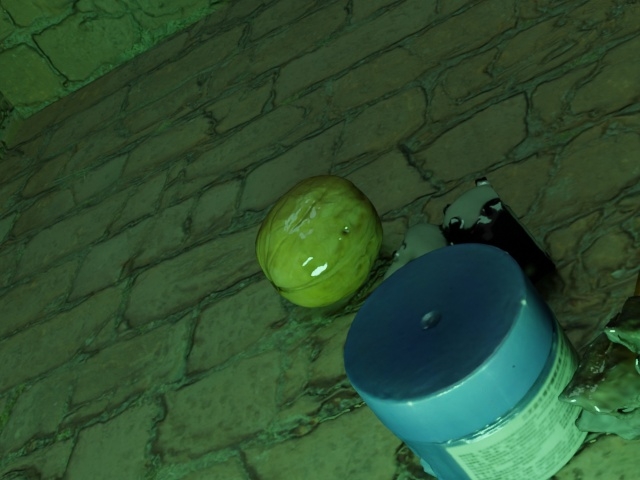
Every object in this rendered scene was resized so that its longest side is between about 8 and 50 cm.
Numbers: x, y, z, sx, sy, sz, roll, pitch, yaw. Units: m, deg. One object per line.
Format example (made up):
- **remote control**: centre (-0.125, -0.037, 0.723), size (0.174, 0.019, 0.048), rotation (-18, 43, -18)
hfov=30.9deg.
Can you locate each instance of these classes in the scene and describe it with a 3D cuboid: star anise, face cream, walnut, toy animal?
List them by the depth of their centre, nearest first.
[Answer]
- **star anise**: centre (0.396, 0.105, 1.249), size (0.331, 0.332, 0.118), rotation (-36, 59, 2)
- **face cream**: centre (0.187, 0.165, 1.427), size (0.249, 0.225, 0.249), rotation (-26, 33, 18)
- **toy animal**: centre (0.198, 0.038, 1.662), size (0.235, 0.165, 0.187), rotation (-33, 16, 8)
- **walnut**: centre (0.000, 0.000, 1.910), size (0.195, 0.195, 0.222), rotation (7, 55, 52)

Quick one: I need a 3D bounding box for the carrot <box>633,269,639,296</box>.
- **carrot**: centre (0.406, 0.113, 1.428), size (0.072, 0.072, 0.205), rotation (-6, 46, 44)
